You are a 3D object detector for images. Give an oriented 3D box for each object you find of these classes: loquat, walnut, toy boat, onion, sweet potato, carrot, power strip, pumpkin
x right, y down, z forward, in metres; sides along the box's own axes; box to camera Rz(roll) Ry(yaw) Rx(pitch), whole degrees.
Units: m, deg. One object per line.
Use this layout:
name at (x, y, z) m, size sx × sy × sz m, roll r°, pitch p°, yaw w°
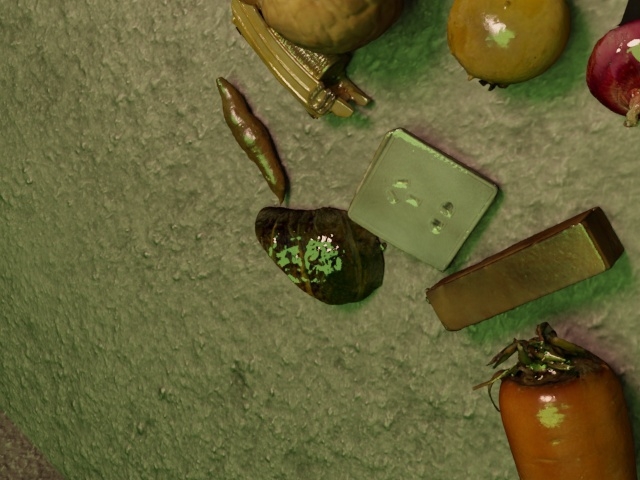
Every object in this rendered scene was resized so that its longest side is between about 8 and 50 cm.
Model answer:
loquat at (0.271, -0.314, 1.061) m, size 0.172 × 0.149 × 0.204 m, roll 24°, pitch 108°, yaw 31°
walnut at (0.013, -0.424, 1.098) m, size 0.252 × 0.313 × 0.277 m, roll 22°, pitch 113°, yaw 8°
toy boat at (-0.034, -0.336, 1.301) m, size 0.310 × 0.089 × 0.115 m, roll 51°, pitch 137°, yaw 8°
onion at (0.421, -0.207, 0.990) m, size 0.150 × 0.140 × 0.150 m, roll 27°, pitch 152°, yaw 15°
sweet potato at (-0.131, -0.194, 1.443) m, size 0.067 × 0.067 × 0.273 m, roll -27°, pitch 92°, yaw 39°
carrot at (0.382, 0.275, 1.178) m, size 0.214 × 0.193 × 0.331 m, roll 11°, pitch 121°, yaw 57°
power strip at (0.174, -0.073, 1.273) m, size 0.213 × 0.064 × 0.198 m, roll 32°, pitch 122°, yaw 5°
pumpkin at (-0.004, -0.001, 1.400) m, size 0.278 × 0.111 × 0.163 m, roll 49°, pitch 123°, yaw 11°

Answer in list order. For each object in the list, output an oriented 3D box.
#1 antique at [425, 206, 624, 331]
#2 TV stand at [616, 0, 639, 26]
antique at (0.319, 0.053, 1.199) m, size 0.310 × 0.093 × 0.087 m, roll -31°, pitch 89°, yaw 38°
TV stand at (0.452, -0.405, 0.966) m, size 0.049 × 0.040 × 0.256 m, roll 24°, pitch 119°, yaw 26°
